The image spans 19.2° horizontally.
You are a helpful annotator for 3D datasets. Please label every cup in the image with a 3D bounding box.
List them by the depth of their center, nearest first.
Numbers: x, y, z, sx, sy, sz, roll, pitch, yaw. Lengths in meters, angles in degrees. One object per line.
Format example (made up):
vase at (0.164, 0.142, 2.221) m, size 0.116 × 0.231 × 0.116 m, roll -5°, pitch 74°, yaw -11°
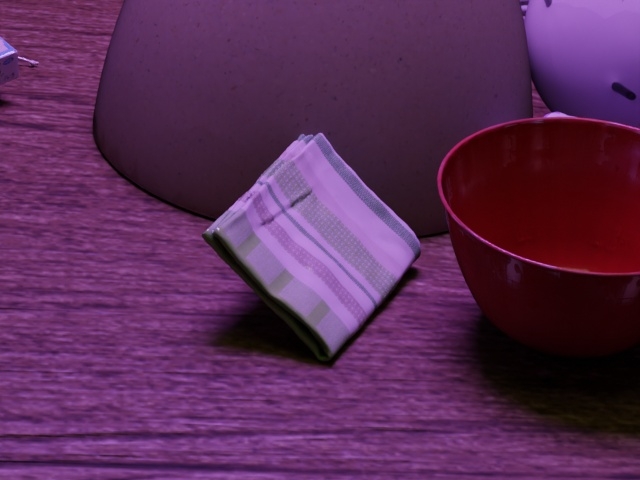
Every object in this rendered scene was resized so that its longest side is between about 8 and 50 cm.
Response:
cup at (0.007, -0.180, 1.371) m, size 0.331 × 0.237 × 0.331 m, roll 5°, pitch 26°, yaw -3°

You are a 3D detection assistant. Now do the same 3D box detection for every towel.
towel at (0.000, 0.000, 1.188) m, size 0.113 × 0.023 × 0.152 m, roll 44°, pitch 35°, yaw -1°

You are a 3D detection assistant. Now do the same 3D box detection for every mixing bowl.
mixing bowl at (0.158, 0.009, 1.176) m, size 0.181 × 0.098 × 0.181 m, roll 3°, pitch 33°, yaw -2°

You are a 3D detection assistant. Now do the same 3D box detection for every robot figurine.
robot figurine at (0.281, -0.165, 1.456) m, size 0.209 × 0.174 × 0.278 m, roll 7°, pitch 14°, yaw 44°

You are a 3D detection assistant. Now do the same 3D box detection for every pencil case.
pencil case at (0.227, -0.019, 1.268) m, size 0.206 × 0.088 × 0.086 m, roll 25°, pitch 39°, yaw 29°

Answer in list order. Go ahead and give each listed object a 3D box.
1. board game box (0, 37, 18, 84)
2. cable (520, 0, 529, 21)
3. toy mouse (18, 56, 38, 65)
board game box at (-0.313, -0.152, 1.423) m, size 0.103 × 0.026 × 0.154 m, roll -28°, pitch 52°, yaw -31°
cable at (0.122, -0.267, 1.726) m, size 0.257 × 0.089 × 0.257 m, roll -6°, pitch 30°, yaw -24°
toy mouse at (-0.325, -0.171, 1.500) m, size 0.161 × 0.031 × 0.143 m, roll -10°, pitch 31°, yaw -29°
